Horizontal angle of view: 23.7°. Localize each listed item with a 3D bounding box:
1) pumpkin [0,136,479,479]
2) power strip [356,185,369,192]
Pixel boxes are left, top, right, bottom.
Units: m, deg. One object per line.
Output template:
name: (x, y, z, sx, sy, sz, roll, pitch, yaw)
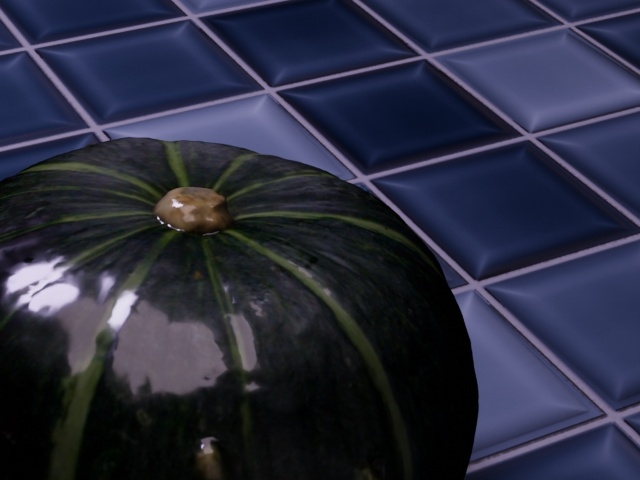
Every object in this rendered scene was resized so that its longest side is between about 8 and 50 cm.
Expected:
pumpkin: (-0.076, 0.081, 0.827, 0.323, 0.241, 0.323, -1, 34, 1)
power strip: (0.000, 0.000, 1.141, 0.056, 0.032, 0.123, 8, 34, 8)
